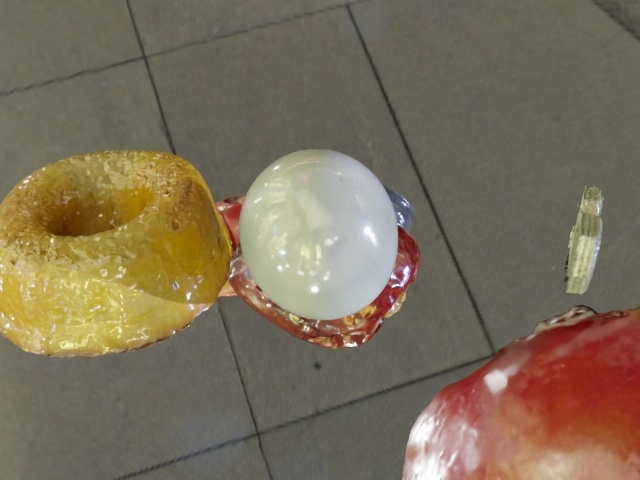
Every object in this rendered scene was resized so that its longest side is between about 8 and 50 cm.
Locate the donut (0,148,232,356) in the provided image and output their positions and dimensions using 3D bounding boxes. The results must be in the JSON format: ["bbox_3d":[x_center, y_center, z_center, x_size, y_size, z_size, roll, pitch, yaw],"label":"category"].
[{"bbox_3d":[-0.230,-0.005,0.945,0.278,0.108,0.277,-3,34,2],"label":"donut"}]

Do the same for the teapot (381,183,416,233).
[{"bbox_3d":[0.056,-0.023,1.981,0.239,0.321,0.239,11,72,29],"label":"teapot"}]

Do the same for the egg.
[{"bbox_3d":[0.000,0.000,0.860,0.151,0.209,0.151,-3,62,5],"label":"egg"}]

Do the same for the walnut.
[{"bbox_3d":[0.010,0.036,1.367,0.269,0.244,0.221,28,110,4],"label":"walnut"}]

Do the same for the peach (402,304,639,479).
[{"bbox_3d":[0.224,0.171,0.638,0.281,0.281,0.338,42,83,16],"label":"peach"}]

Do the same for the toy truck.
[{"bbox_3d":[-0.193,0.024,1.668,0.239,0.265,0.189,-19,90,-20],"label":"toy truck"}]

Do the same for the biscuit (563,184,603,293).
[{"bbox_3d":[0.465,0.006,1.567,0.046,0.147,0.250,13,25,14],"label":"biscuit"}]
